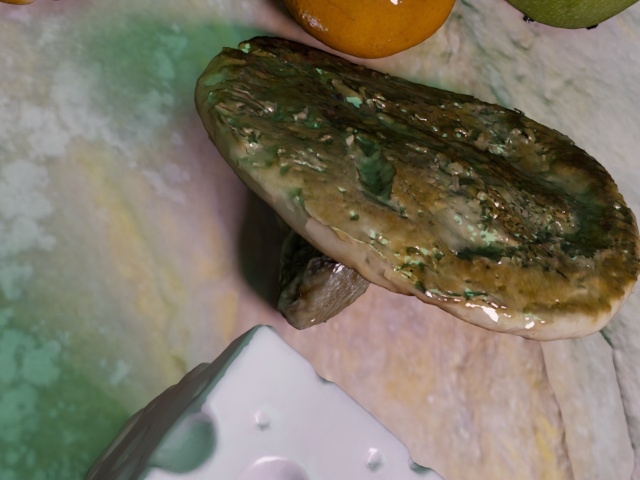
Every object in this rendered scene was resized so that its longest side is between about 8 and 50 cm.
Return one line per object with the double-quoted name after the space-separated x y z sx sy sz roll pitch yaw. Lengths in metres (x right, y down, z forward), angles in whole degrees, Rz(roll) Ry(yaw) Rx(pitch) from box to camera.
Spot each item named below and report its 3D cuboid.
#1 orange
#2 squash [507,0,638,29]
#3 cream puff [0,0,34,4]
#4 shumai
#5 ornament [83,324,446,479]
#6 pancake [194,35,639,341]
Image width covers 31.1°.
0.035 -0.219 0.934 0.156 0.124 0.156 8 52 -11 "orange"
0.265 -0.310 1.002 0.189 0.260 0.189 7 69 -20 "squash"
-0.210 -0.271 0.829 0.189 0.129 0.189 11 66 -26 "cream puff"
0.000 -0.001 0.853 0.087 0.099 0.124 44 49 15 "shumai"
-0.050 0.234 0.638 0.239 0.240 0.239 41 58 -7 "ornament"
0.073 -0.049 0.831 0.356 0.065 0.356 21 26 -11 "pancake"
